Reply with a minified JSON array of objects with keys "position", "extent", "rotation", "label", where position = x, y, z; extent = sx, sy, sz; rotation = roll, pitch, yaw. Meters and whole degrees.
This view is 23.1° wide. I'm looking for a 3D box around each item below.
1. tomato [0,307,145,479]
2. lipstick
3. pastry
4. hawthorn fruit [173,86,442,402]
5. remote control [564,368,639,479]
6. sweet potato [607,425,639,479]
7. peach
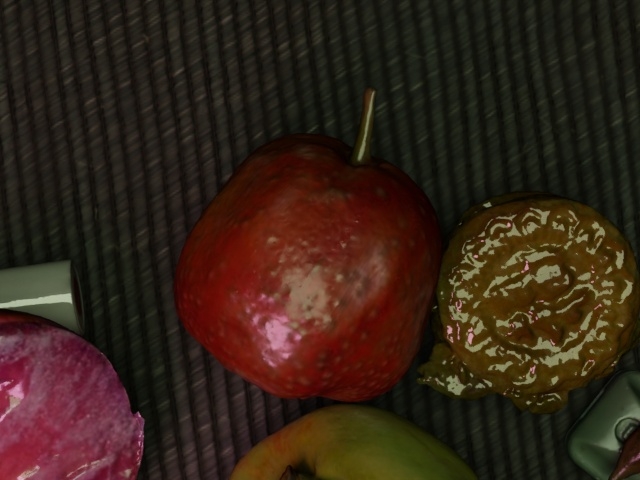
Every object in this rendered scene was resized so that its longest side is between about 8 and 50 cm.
[{"position":[-0.342,0.212,1.642],"extent":[0.290,0.176,0.335],"rotation":[-34,119,-10],"label":"tomato"},{"position":[-0.424,0.085,1.690],"extent":[0.327,0.087,0.087],"rotation":[-8,90,-1],"label":"lipstick"},{"position":[0.233,0.063,1.691],"extent":[0.240,0.132,0.235],"rotation":[11,99,-4],"label":"pastry"},{"position":[0.000,0.000,1.601],"extent":[0.287,0.287,0.330],"rotation":[20,96,-1],"label":"hawthorn fruit"},{"position":[0.431,0.287,1.726],"extent":[0.335,0.065,0.128],"rotation":[39,86,-1],"label":"remote control"},{"position":[0.346,0.227,1.667],"extent":[0.117,0.049,0.049],"rotation":[-43,91,1],"label":"sweet potato"},{"position":[0.044,0.337,1.595],"extent":[0.281,0.314,0.315],"rotation":[-37,122,-21],"label":"peach"}]
